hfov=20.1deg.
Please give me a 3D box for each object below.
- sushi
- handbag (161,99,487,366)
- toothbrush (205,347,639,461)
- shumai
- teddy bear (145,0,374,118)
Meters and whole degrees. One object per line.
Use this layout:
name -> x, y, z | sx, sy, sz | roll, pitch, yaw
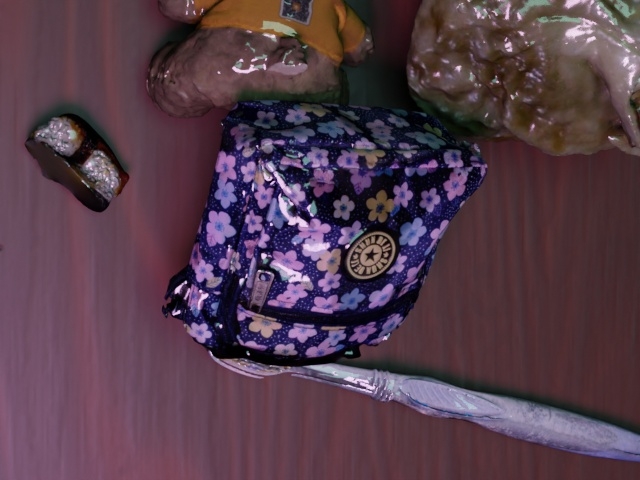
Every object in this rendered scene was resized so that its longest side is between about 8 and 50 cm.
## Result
sushi -> -0.186, -0.063, 1.399 | 0.083, 0.044, 0.046 | 46, 58, -15
handbag -> 0.000, 0.000, 1.372 | 0.229, 0.127, 0.207 | -1, 122, -31
toothbrush -> 0.099, 0.131, 1.484 | 0.413, 0.042, 0.035 | 15, 87, -18
shumai -> 0.207, -0.154, 1.384 | 0.218, 0.256, 0.189 | 35, 36, 21
teddy bear -> -0.036, -0.183, 1.389 | 0.177, 0.140, 0.190 | 9, 81, -13
